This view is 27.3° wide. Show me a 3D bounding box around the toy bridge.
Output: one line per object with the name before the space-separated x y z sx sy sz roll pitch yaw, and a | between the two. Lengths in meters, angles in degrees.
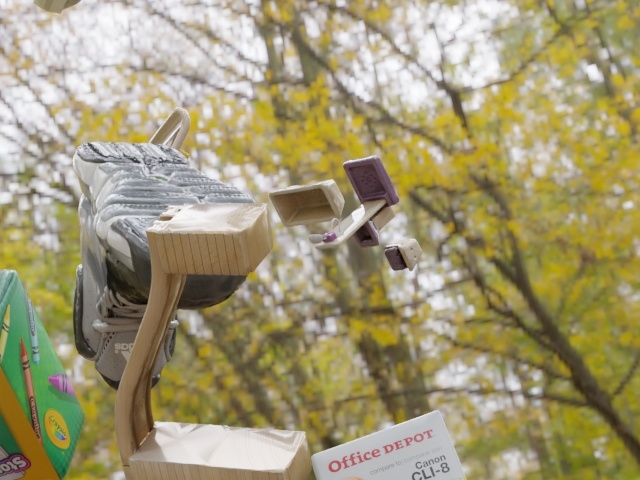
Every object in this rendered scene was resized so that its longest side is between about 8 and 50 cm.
toy bridge | -0.035 0.076 0.450 0.063 0.026 0.188 1 -63 19

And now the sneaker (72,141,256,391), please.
sneaker | -0.087 0.031 0.707 0.086 0.132 0.228 2 15 -17

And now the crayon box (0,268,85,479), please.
crayon box | -0.355 0.127 1.076 0.279 0.081 0.165 -8 -54 12

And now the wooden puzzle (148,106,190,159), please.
wooden puzzle | -0.232 -0.040 1.733 0.044 0.238 0.221 23 -16 -13

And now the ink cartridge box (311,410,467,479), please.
ink cartridge box | 0.080 0.265 1.190 0.128 0.176 0.127 -19 -24 -3

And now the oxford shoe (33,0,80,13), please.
oxford shoe | -0.103 -0.323 1.024 0.130 0.169 0.449 20 -44 -29

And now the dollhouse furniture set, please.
dollhouse furniture set | 0.000 0.000 1.006 0.114 0.091 0.081 -7 27 46
